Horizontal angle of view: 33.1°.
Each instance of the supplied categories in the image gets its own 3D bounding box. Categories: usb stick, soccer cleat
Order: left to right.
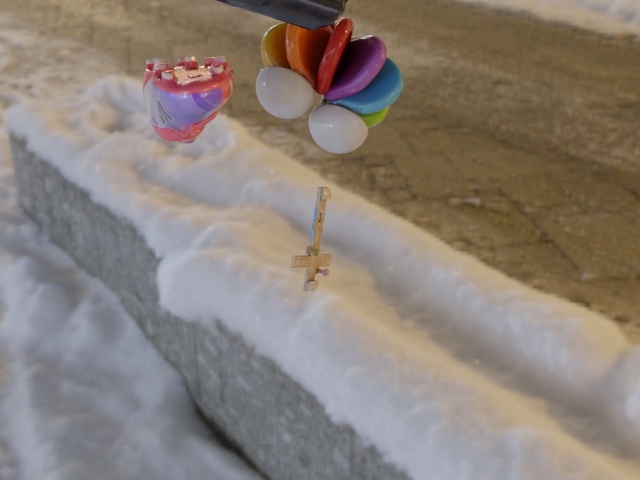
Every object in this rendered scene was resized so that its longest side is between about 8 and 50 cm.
[{"bbox_3d":[-0.134,-0.136,1.082,0.083,0.095,0.248,-9,14,-15],"label":"soccer cleat"},{"bbox_3d":[-0.100,-0.248,0.981,0.278,0.045,0.077,10,-8,-33],"label":"usb stick"}]

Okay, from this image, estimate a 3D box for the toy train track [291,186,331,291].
[{"bbox_3d":[0.000,0.000,0.845,0.014,0.083,0.048,14,10,38],"label":"toy train track"}]

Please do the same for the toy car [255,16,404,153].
[{"bbox_3d":[0.023,-0.209,1.298,0.136,0.182,0.159,-24,39,55],"label":"toy car"}]
